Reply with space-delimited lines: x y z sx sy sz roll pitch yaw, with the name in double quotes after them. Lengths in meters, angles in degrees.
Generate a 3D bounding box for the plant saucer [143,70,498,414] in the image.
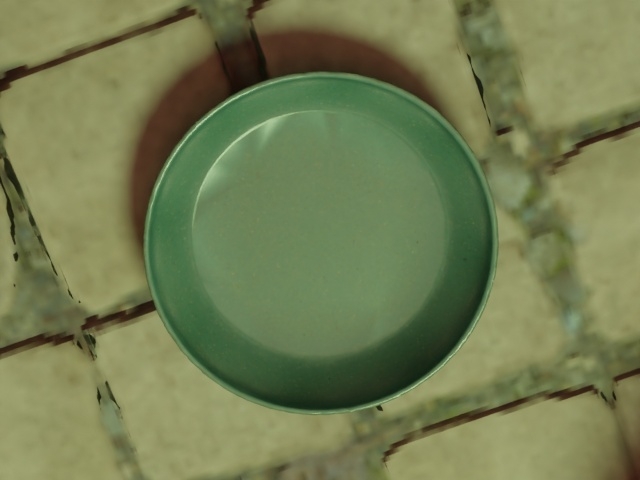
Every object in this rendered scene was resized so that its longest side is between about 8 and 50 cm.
0.000 0.000 0.561 0.119 0.021 0.119 -1 104 -2 "plant saucer"
